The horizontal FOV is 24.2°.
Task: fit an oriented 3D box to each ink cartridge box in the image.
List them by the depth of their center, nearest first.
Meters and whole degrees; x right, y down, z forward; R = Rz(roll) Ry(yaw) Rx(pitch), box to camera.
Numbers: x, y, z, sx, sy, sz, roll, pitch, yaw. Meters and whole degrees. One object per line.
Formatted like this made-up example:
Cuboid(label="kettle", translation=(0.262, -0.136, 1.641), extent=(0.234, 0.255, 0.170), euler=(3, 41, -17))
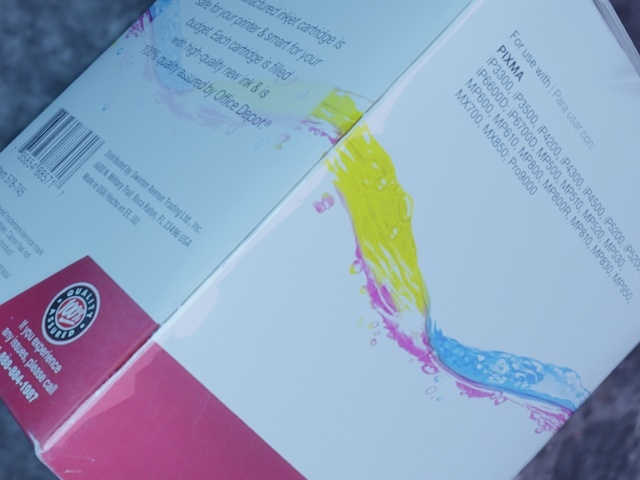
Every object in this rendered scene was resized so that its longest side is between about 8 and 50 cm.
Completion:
Cuboid(label="ink cartridge box", translation=(0.000, 0.000, 0.424), extent=(0.176, 0.128, 0.127), euler=(-46, 125, -5))
